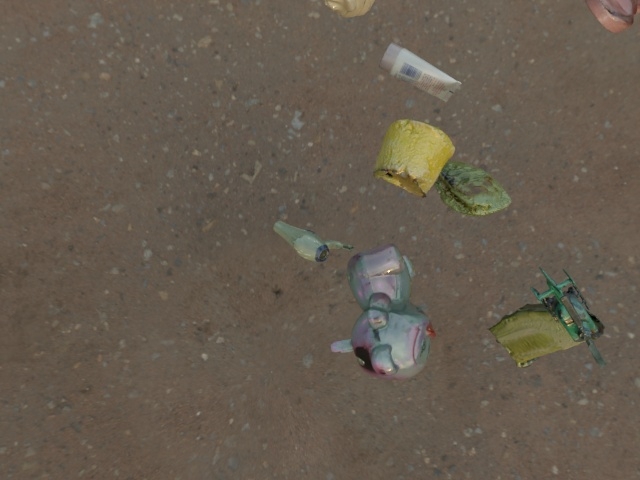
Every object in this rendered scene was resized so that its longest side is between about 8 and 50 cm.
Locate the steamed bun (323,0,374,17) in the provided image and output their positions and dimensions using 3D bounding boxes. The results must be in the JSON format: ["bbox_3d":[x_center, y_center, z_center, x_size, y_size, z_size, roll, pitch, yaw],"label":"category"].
[{"bbox_3d":[0.045,-0.496,0.774,0.106,0.182,0.183,-19,72,31],"label":"steamed bun"}]

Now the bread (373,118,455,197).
[{"bbox_3d":[0.245,-0.224,1.165,0.197,0.197,0.171,24,87,1],"label":"bread"}]

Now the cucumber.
[{"bbox_3d":[0.518,0.197,0.997,0.105,0.325,0.145,-34,73,-15],"label":"cucumber"}]

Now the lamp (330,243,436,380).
[{"bbox_3d":[0.137,0.182,1.043,0.247,0.247,0.301,-16,70,17],"label":"lamp"}]

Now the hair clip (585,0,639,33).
[{"bbox_3d":[0.245,-0.262,0.398,0.138,0.102,0.123,24,49,20],"label":"hair clip"}]

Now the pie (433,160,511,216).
[{"bbox_3d":[0.454,-0.164,1.326,0.201,0.090,0.248,-16,47,-19],"label":"pie"}]

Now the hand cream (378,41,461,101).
[{"bbox_3d":[0.305,-0.513,1.338,0.247,0.133,0.083,29,86,-2],"label":"hand cream"}]

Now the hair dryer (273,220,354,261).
[{"bbox_3d":[-0.020,-0.008,1.077,0.167,0.199,0.068,28,108,22],"label":"hair dryer"}]

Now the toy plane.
[{"bbox_3d":[0.399,0.113,0.702,0.235,0.060,0.096,45,27,-28],"label":"toy plane"}]
